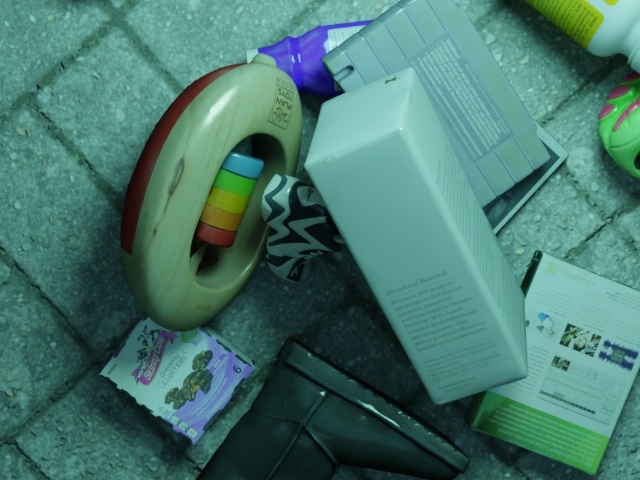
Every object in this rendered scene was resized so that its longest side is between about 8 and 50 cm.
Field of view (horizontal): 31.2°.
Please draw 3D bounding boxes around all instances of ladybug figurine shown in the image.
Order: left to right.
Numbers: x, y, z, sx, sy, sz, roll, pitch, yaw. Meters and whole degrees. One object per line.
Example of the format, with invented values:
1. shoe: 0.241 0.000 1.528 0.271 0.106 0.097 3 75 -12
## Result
1. ladybug figurine: -0.179 -0.083 1.784 0.162 0.305 0.449 25 93 30

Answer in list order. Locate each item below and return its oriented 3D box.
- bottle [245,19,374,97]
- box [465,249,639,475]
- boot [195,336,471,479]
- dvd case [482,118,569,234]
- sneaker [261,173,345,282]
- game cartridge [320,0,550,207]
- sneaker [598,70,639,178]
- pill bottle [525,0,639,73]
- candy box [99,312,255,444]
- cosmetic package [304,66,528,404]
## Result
1. bottle: 0.023 -0.291 1.853 0.283 0.092 0.118 -8 97 -2
2. box: 0.412 0.206 1.931 0.232 0.058 0.321 22 92 -4
3. boot: -0.021 0.438 1.877 0.367 0.146 0.445 32 89 3
4. dvd case: 0.270 -0.117 1.911 0.179 0.029 0.238 42 92 -5
5. sneaker: 0.000 0.000 1.804 0.153 0.235 0.094 16 49 19
6. game cartridge: 0.190 -0.210 1.818 0.230 0.068 0.355 -37 111 -3
7. sneaker: 0.672 -0.274 1.871 0.483 0.185 0.202 -40 113 4
8. pill bottle: 0.426 -0.408 1.781 0.334 0.188 0.188 42 91 11
9. candy box: -0.235 0.209 1.888 0.196 0.070 0.164 38 92 -6
10. cosmetic package: 0.156 -0.003 1.734 0.162 0.230 0.453 -20 115 19
